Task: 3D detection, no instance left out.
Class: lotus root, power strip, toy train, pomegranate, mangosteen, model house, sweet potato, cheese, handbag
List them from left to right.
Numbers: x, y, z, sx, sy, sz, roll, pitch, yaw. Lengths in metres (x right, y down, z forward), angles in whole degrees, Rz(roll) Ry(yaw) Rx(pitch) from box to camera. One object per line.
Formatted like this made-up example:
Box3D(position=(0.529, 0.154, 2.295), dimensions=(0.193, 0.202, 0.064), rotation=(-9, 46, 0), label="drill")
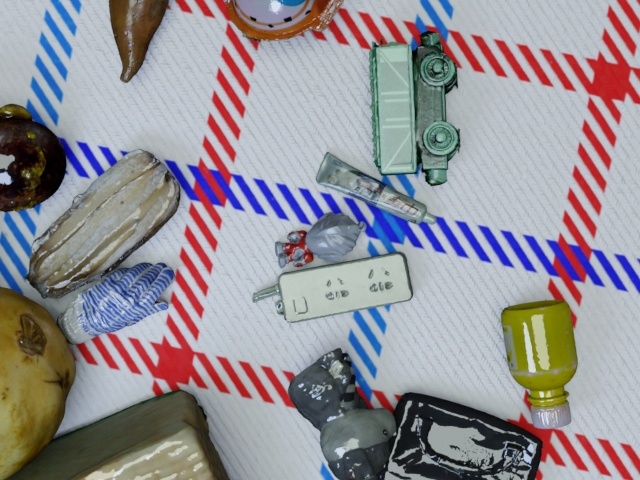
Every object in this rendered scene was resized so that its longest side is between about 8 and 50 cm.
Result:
Box3D(position=(-0.583, 0.243, 1.636), dimensions=(0.332, 0.332, 0.332), rotation=(0, 91, 2), label="pomegranate")
Box3D(position=(-0.548, -0.158, 1.687), dimensions=(0.192, 0.192, 0.217), rotation=(-19, 83, 2), label="mangosteen")
Box3D(position=(-0.384, -0.012, 1.743), dimensions=(0.329, 0.078, 0.167), rotation=(-39, 67, 4), label="lotus root")
Box3D(position=(-0.317, 0.498, 1.647), dimensions=(0.382, 0.334, 0.342), rotation=(-25, 101, -2), label="model house")
Box3D(position=(-0.318, -0.455, 1.710), dimensions=(0.112, 0.112, 0.359), rotation=(11, 90, 2), label="sweet potato")
Box3D(position=(-0.106, -0.464, 1.694), dimensions=(0.329, 0.129, 0.217), rotation=(34, 87, 19), label="cheese")
Box3D(position=(0.019, 0.088, 1.737), dimensions=(0.288, 0.053, 0.093), rotation=(-11, 91, 1), label="power strip")
Box3D(position=(0.167, -0.228, 1.698), dimensions=(0.154, 0.115, 0.269), rotation=(-3, 91, 11), label="toy train")
Box3D(position=(0.239, 0.415, 1.720), dimensions=(0.275, 0.088, 0.244), rotation=(17, 89, 5), label="handbag")

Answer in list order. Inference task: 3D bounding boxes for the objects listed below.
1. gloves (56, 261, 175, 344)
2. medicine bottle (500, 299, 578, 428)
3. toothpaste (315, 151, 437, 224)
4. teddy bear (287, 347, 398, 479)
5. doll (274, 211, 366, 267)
Box3D(position=(-0.363, 0.113, 1.739), dimensions=(0.229, 0.097, 0.119), rotation=(-34, 120, -2), label="gloves")
Box3D(position=(0.389, 0.217, 1.691), dimensions=(0.122, 0.122, 0.212), rotation=(-9, 91, 2), label="medicine bottle")
Box3D(position=(0.103, -0.084, 1.738), dimensions=(0.233, 0.038, 0.060), rotation=(26, 90, 4), label="toothpaste")
Box3D(position=(0.048, 0.320, 1.696), dimensions=(0.144, 0.171, 0.251), rotation=(-26, 83, -17), label="teddy bear")
Box3D(position=(0.000, 0.000, 1.728), dimensions=(0.180, 0.079, 0.094), rotation=(-19, 66, 15), label="doll")
